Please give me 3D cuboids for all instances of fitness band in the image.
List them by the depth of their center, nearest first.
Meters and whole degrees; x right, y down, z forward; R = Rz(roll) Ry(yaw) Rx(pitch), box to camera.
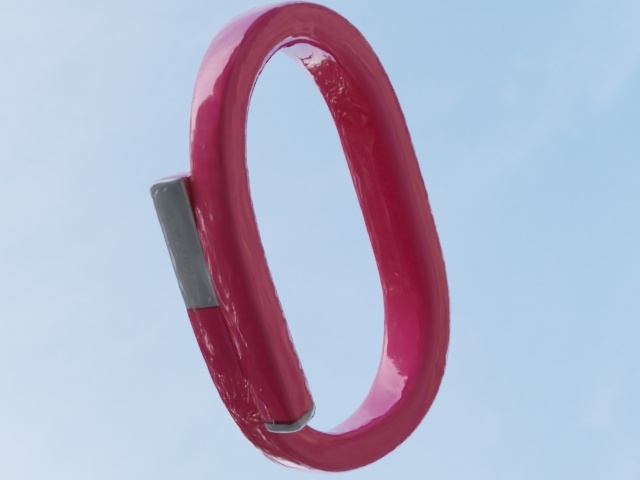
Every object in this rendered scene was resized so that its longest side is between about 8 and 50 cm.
[{"bbox_3d":[0.000,0.000,0.836,0.209,0.054,0.291,-35,-66,-49],"label":"fitness band"}]
